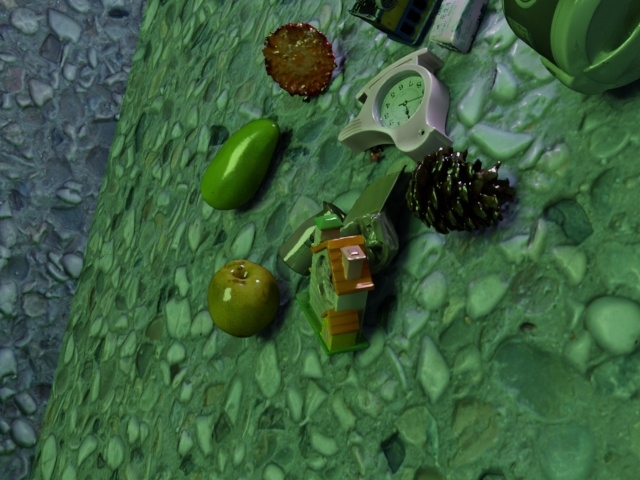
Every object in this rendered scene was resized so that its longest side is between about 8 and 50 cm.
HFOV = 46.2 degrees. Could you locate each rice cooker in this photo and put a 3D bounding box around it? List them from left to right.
[{"bbox_3d":[0.489,-0.428,1.336,0.288,0.288,0.277,-53,40,23],"label":"rice cooker"}]

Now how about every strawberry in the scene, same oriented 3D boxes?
[{"bbox_3d":[-0.043,-0.545,2.206,0.234,0.234,0.178,-41,14,34],"label":"strawberry"}]

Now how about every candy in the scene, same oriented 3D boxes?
[{"bbox_3d":[0.326,-0.526,1.764,0.092,0.073,0.160,24,93,50],"label":"candy"}]

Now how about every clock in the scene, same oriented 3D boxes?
[{"bbox_3d":[0.034,0.094,1.735,0.220,0.106,0.255,-123,30,-48],"label":"clock"},{"bbox_3d":[0.175,-0.285,1.810,0.290,0.080,0.275,-28,53,33],"label":"clock"}]

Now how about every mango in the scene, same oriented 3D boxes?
[{"bbox_3d":[-0.239,-0.233,2.294,0.343,0.156,0.192,-51,41,23],"label":"mango"}]

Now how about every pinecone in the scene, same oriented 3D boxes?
[{"bbox_3d":[0.279,-0.096,1.528,0.204,0.184,0.179,14,127,38],"label":"pinecone"}]

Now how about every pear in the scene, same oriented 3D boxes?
[{"bbox_3d":[-0.211,0.165,2.044,0.209,0.209,0.209,-26,54,44],"label":"pear"}]

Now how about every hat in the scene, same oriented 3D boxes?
[{"bbox_3d":[0.153,-0.048,1.776,0.244,0.149,0.214,-44,10,-22],"label":"hat"}]

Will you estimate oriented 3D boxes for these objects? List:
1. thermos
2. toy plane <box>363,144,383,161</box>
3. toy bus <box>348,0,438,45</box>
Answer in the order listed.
[{"bbox_3d":[0.000,0.000,1.939,0.193,0.105,0.137,-49,66,17],"label":"thermos"},{"bbox_3d":[0.130,-0.262,1.928,0.060,0.037,0.145,-29,52,38],"label":"toy plane"},{"bbox_3d":[0.215,-0.659,1.881,0.138,0.175,0.288,40,106,53],"label":"toy bus"}]
